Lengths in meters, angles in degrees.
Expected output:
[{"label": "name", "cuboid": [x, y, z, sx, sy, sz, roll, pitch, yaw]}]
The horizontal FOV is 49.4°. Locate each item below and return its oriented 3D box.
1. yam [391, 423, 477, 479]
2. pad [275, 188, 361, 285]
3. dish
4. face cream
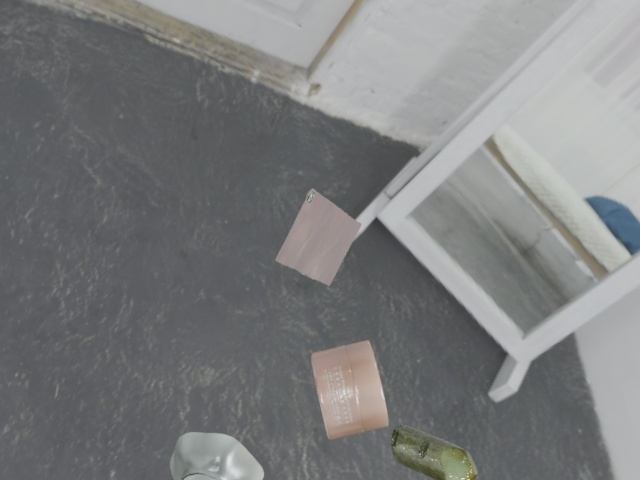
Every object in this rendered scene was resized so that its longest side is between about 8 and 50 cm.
[{"label": "yam", "cuboid": [0.189, 0.363, 1.169, 0.146, 0.070, 0.069, 16, 35, 33]}, {"label": "pad", "cuboid": [0.000, 0.000, 1.023, 0.006, 0.113, 0.187, 25, -2, 29]}, {"label": "dish", "cuboid": [-0.204, 0.445, 1.294, 0.190, 0.191, 0.066, 37, 31, -7]}, {"label": "face cream", "cuboid": [0.048, 0.252, 1.176, 0.104, 0.149, 0.149, -13, 63, -1]}]
